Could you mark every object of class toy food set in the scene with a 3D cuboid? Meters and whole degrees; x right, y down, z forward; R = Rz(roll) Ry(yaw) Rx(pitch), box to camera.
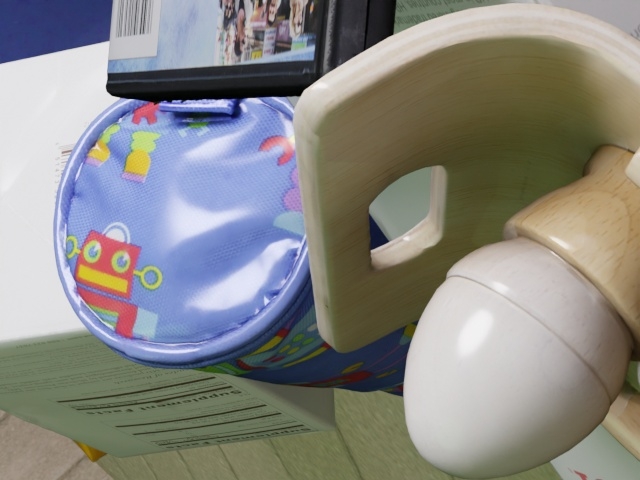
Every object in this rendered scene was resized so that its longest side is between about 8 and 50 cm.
[{"bbox_3d":[0.116,0.091,0.489,0.306,0.092,0.220,44,168,14],"label":"toy food set"}]

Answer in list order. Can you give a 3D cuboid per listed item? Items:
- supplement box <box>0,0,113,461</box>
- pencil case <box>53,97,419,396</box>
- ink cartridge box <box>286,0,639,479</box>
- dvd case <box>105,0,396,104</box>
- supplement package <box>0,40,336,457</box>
[{"bbox_3d":[-0.164,-0.056,1.209,0.194,0.195,0.356,41,162,26],"label":"supplement box"},{"bbox_3d":[0.000,0.000,0.875,0.119,0.133,0.306,0,174,21],"label":"pencil case"},{"bbox_3d":[0.110,-0.033,0.653,0.307,0.129,0.223,54,163,-18],"label":"ink cartridge box"},{"bbox_3d":[-0.015,-0.166,0.561,0.180,0.022,0.253,-172,88,-66],"label":"dvd case"},{"bbox_3d":[-0.097,0.015,0.981,0.244,0.134,0.139,37,-133,-63],"label":"supplement package"}]
